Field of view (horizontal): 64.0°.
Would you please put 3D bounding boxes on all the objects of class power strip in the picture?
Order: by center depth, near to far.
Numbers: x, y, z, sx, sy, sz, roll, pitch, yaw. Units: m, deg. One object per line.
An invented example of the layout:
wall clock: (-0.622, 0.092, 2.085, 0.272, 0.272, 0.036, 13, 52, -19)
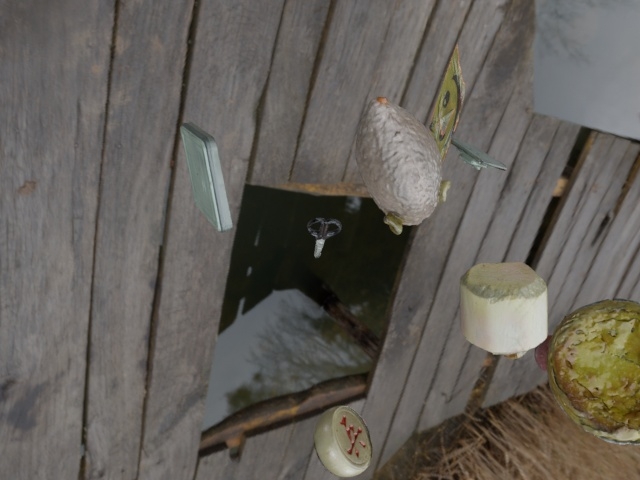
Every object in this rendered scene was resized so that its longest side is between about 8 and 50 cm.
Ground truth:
power strip: (0.601, -0.320, 2.002, 0.213, 0.198, 0.065, 3, 122, -46)

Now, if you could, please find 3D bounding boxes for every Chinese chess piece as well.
Chinese chess piece: (0.085, 0.738, 1.886, 0.103, 0.250, 0.249, -34, 146, 29)

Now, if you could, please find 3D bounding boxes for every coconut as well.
coconut: (0.489, 0.194, 1.377, 0.239, 0.239, 0.245, -23, 117, -28)

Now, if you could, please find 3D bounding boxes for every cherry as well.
cherry: (0.691, 0.300, 1.496, 0.107, 0.090, 0.226, -73, 171, -56)

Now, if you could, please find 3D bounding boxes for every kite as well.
kite: (0.368, -0.373, 1.494, 0.327, 0.013, 0.378, -41, 139, -49)

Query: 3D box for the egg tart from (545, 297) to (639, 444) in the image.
egg tart: (0.495, 0.213, 0.845, 0.094, 0.234, 0.234, 26, 99, -46)

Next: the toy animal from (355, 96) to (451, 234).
toy animal: (0.183, -0.167, 1.163, 0.188, 0.227, 0.358, -28, 138, 3)

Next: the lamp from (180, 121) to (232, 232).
lamp: (-0.323, -0.182, 1.441, 0.047, 0.269, 0.267, -16, 118, -22)

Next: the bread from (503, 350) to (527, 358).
bread: (0.666, 0.361, 1.750, 0.083, 0.070, 0.077, -30, 107, -28)

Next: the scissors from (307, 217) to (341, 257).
scissors: (0.000, 0.000, 1.710, 0.108, 0.022, 0.300, 4, 154, -6)
